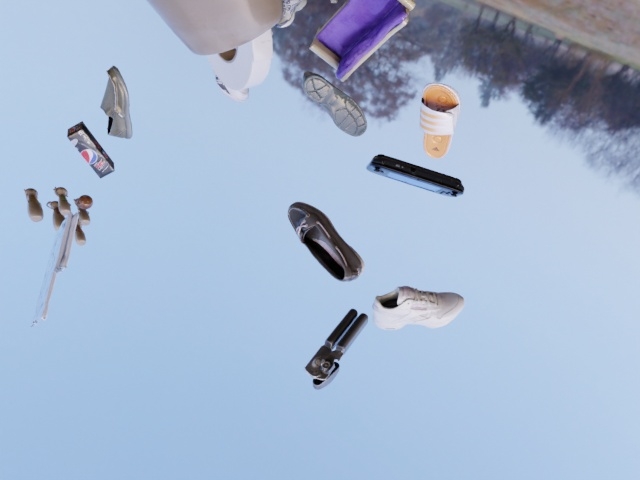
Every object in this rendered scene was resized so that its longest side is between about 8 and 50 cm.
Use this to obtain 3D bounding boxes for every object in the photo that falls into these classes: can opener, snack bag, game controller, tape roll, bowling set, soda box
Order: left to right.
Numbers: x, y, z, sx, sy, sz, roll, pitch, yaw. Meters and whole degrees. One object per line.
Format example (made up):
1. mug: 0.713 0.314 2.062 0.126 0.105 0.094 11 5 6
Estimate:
1. snack bag: -0.830 0.099 1.963 0.037 0.342 0.323 17 162 -26
2. bowling set: -0.922 -0.126 2.331 0.154 0.200 0.287 62 -172 34
3. soda box: -0.695 -0.273 1.909 0.169 0.053 0.060 61 -178 -39
4. tape roll: -0.277 -0.663 1.954 0.072 0.392 0.392 -22 -132 -27
5. can opener: 0.050 0.328 1.898 0.076 0.095 0.283 21 -135 24
6. game controller: 0.307 -0.203 2.053 0.319 0.067 0.166 18 169 -3

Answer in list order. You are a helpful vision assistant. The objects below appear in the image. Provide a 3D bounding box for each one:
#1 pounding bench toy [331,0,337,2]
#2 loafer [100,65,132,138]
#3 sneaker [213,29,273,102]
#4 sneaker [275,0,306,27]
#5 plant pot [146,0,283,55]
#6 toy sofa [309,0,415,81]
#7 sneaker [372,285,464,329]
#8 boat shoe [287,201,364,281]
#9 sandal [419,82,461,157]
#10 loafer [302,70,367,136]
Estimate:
1. pounding bench toy: 0.046 -0.839 2.086 0.052 0.083 0.065 3 154 28
2. loafer: -0.665 -0.437 2.029 0.088 0.251 0.094 -13 -142 -21
3. sneaker: -0.274 -0.655 2.207 0.210 0.365 0.137 8 -141 30
4. sneaker: -0.099 -0.698 1.885 0.052 0.135 0.058 24 163 32
5. plant pot: -0.200 -0.489 1.080 0.323 0.280 0.323 -16 -144 12
6. toy sofa: 0.128 -0.692 2.011 0.150 0.363 0.177 33 -130 -22
7. sneaker: 0.317 0.212 2.043 0.305 0.152 0.114 -10 -135 3
8. boat shoe: 0.000 0.000 1.998 0.335 0.112 0.095 45 -142 18
9. sandal: 0.311 -0.294 1.656 0.102 0.265 0.076 9 -126 15
10. loafer: 0.046 -0.433 1.956 0.267 0.096 0.084 38 -161 -33
